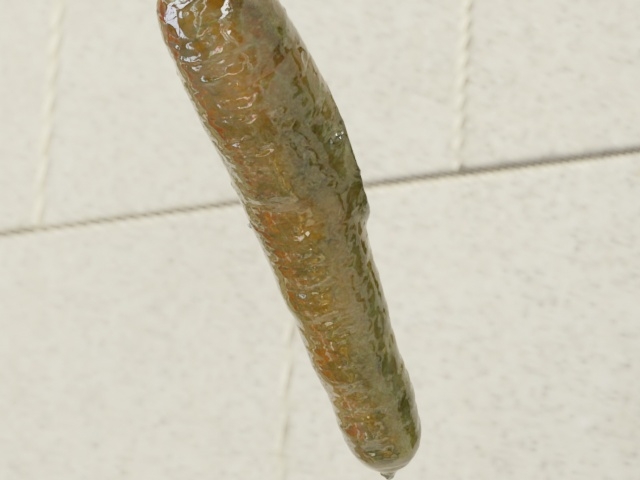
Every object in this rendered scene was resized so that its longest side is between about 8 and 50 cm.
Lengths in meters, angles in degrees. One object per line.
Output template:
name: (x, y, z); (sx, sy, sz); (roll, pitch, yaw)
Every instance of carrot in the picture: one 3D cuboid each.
carrot: (0.000, 0.001, 1.029); (0.070, 0.342, 0.070); (-14, 36, 11)
